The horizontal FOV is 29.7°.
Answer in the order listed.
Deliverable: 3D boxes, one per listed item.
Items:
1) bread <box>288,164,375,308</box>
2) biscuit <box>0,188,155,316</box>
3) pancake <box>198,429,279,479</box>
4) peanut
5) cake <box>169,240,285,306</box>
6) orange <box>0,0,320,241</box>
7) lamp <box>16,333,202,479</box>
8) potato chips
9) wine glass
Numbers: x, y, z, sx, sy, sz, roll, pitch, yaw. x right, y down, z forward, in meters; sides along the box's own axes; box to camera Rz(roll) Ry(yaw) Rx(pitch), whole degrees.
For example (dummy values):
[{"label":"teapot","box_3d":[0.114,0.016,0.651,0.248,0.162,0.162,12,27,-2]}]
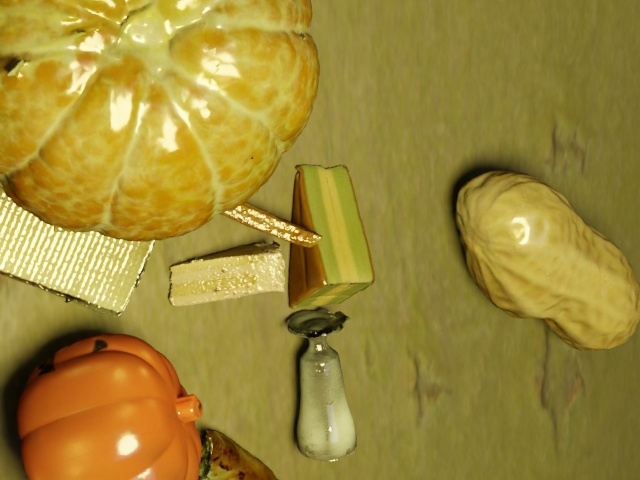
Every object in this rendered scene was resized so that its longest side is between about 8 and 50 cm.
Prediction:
[{"label":"bread","box_3d":[-0.001,-0.005,1.322,0.074,0.084,0.139,-5,73,-31]},{"label":"biscuit","box_3d":[-0.253,-0.012,1.143,0.199,0.040,0.121,27,83,-35]},{"label":"pancake","box_3d":[-0.096,0.372,1.328,0.197,0.054,0.376,-23,112,-25]},{"label":"peanut","box_3d":[0.273,0.032,1.429,0.313,0.152,0.152,34,82,-37]},{"label":"cake","box_3d":[-0.096,0.036,1.247,0.121,0.065,0.052,-13,106,-22]},{"label":"orange","box_3d":[-0.159,-0.159,1.021,0.329,0.249,0.329,-1,94,-10]},{"label":"lamp","box_3d":[-0.188,0.180,1.136,0.164,0.187,0.187,-19,115,6]},{"label":"potato chips","box_3d":[-0.093,-0.032,1.229,0.204,0.037,0.026,20,101,-22]},{"label":"wine glass","box_3d":[0.003,0.158,1.329,0.072,0.072,0.155,-15,110,-29]}]
